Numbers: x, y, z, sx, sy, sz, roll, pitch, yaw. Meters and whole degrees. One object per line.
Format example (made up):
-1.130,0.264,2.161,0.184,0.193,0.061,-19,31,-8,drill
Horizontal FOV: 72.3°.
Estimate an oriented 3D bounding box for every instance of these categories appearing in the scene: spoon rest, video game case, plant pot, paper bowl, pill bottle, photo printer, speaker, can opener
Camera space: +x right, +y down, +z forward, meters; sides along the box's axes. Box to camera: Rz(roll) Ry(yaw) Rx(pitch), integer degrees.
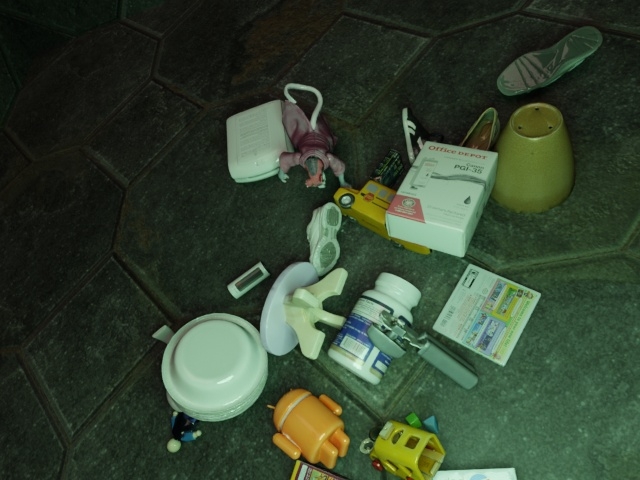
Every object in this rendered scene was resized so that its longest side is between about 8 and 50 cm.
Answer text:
-0.424,0.383,1.321,0.137,0.084,0.276,-39,54,2,spoon rest
0.428,0.186,1.135,0.194,0.023,0.212,26,74,31,video game case
0.570,-0.238,1.176,0.238,0.254,0.236,-9,59,16,plant pot
-0.287,0.334,1.204,0.285,0.148,0.284,3,52,-4,paper bowl
0.147,0.225,1.146,0.153,0.153,0.264,25,74,31,pill bottle
-0.226,-0.363,1.646,0.256,0.107,0.307,-17,58,12,photo printer
-0.231,0.127,1.408,0.136,0.055,0.055,-35,56,0,speaker
0.241,0.272,1.056,0.284,0.076,0.095,37,107,-5,can opener

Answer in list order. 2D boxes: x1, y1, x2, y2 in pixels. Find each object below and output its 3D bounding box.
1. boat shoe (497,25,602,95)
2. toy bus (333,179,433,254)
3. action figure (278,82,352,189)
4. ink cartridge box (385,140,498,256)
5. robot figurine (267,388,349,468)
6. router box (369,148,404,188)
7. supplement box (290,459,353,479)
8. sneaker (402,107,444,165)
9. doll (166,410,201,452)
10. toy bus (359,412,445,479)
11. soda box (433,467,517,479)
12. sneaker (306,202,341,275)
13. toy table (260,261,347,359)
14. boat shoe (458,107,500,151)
0.721,-0.554,1.396,0.321,0.103,0.118,-30,75,10,boat shoe
0.202,-0.080,1.319,0.333,0.108,0.130,31,77,32,toy bus
-0.009,-0.304,1.420,0.248,0.275,0.370,2,41,-8,action figure
0.325,-0.120,1.166,0.208,0.117,0.282,17,60,27,ink cartridge box
-0.028,0.462,1.101,0.220,0.128,0.158,32,80,31,robot figurine
0.215,-0.215,1.400,0.038,0.092,0.122,31,77,32,router box
0.021,0.603,1.028,0.188,0.080,0.104,9,66,26,supplement box
0.340,-0.350,1.441,0.121,0.079,0.216,-9,68,13,sneaker
-0.375,0.517,1.252,0.129,0.046,0.188,23,74,39,doll
0.171,0.459,0.982,0.202,0.104,0.191,-26,21,7,toy bus
0.315,0.538,0.953,0.216,0.074,0.069,-10,59,16,soda box
0.000,0.000,1.382,0.115,0.091,0.231,-6,68,54,sneaker
-0.033,0.192,1.202,0.161,0.252,0.274,3,73,41,toy table
0.463,-0.275,1.336,0.105,0.089,0.285,19,71,28,boat shoe
